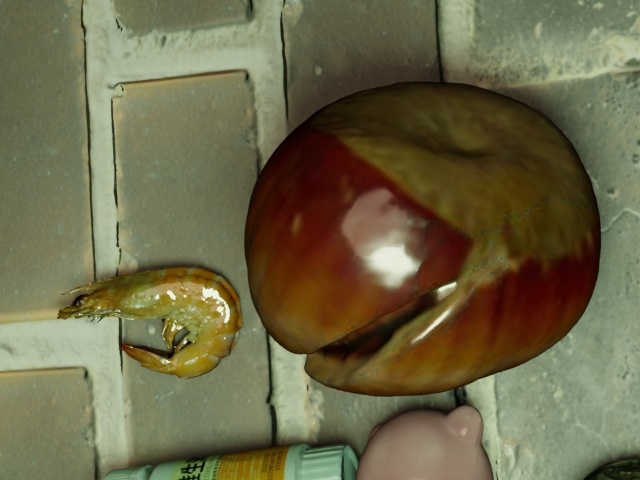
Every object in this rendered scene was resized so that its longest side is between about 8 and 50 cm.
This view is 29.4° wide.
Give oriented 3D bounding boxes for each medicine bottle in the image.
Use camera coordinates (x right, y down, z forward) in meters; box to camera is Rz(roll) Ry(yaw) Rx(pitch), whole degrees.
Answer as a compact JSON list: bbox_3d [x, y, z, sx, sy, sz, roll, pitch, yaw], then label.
[{"bbox_3d":[-0.105,0.342,1.519,0.318,0.158,0.158,-9,85,13],"label":"medicine bottle"}]

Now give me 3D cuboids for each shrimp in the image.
[{"bbox_3d":[-0.224,0.103,1.613,0.248,0.068,0.150,6,94,9],"label":"shrimp"}]

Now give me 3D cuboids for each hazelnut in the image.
[{"bbox_3d":[0.115,0.010,1.366,0.409,0.359,0.359,-17,81,-26],"label":"hazelnut"}]

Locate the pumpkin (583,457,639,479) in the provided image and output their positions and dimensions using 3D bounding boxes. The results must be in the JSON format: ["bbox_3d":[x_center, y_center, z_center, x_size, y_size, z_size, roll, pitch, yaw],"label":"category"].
[{"bbox_3d":[0.401,0.379,1.404,0.280,0.139,0.190,37,96,11],"label":"pumpkin"}]

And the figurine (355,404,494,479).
[{"bbox_3d":[0.124,0.285,1.466,0.173,0.173,0.173,-1,87,14],"label":"figurine"}]
